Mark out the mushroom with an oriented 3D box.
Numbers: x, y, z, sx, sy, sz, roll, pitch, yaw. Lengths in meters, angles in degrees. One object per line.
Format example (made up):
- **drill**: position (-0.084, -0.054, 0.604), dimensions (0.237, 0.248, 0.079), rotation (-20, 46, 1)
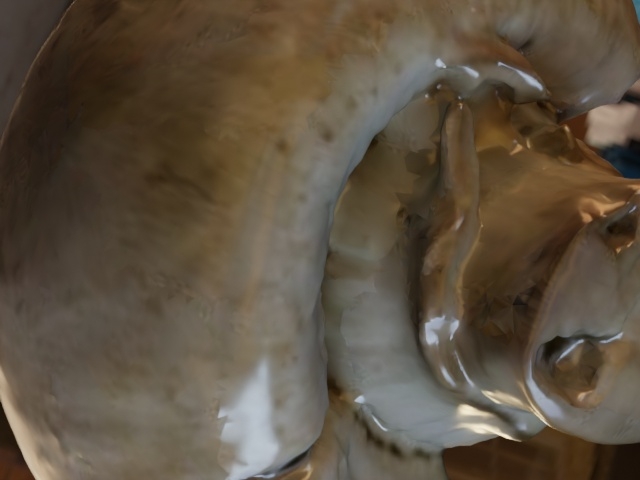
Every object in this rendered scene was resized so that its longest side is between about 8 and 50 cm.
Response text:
- **mushroom**: position (0.000, 0.000, 0.493), dimensions (0.195, 0.189, 0.253), rotation (16, -89, 49)
